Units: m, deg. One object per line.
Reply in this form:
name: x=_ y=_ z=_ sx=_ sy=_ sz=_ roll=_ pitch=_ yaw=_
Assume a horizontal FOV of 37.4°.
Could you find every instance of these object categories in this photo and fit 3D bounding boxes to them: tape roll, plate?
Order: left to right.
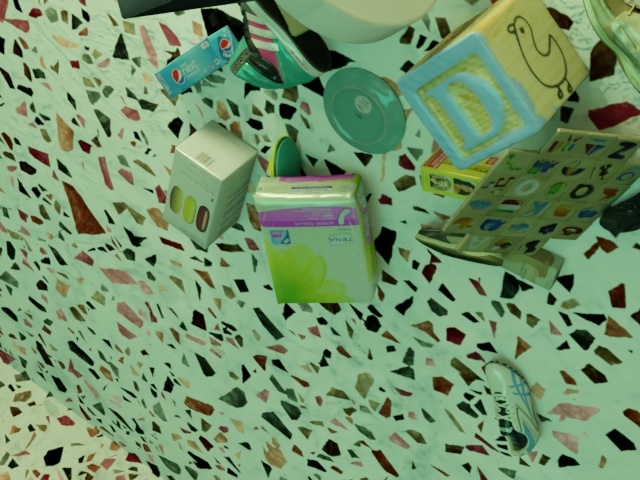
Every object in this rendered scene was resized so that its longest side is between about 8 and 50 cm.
tape roll: x=0.033 y=-0.484 z=1.402 sx=0.072 sy=0.392 sz=0.392 roll=-20 pitch=109 yaw=49
plate: x=0.079 y=-0.247 z=1.848 sx=0.188 sy=0.024 sz=0.188 roll=24 pitch=136 yaw=25

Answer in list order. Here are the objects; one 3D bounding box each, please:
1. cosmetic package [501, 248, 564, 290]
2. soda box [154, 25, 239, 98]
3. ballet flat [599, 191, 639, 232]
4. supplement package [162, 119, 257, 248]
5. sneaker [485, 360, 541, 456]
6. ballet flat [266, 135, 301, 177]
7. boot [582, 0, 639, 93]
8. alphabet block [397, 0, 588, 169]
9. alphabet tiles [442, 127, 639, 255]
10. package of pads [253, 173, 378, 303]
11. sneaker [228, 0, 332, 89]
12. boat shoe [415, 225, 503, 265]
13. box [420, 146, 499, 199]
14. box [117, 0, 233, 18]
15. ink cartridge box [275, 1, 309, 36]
cosmetic package: x=0.401 y=0.041 z=1.807 sx=0.115 sy=0.041 sz=0.060 roll=26 pitch=137 yaw=21
soda box: x=-0.258 y=-0.373 z=1.990 sx=0.210 sy=0.071 sz=0.067 roll=-18 pitch=110 yaw=47
ballet flat: x=0.544 y=-0.056 z=1.610 sx=0.057 sy=0.049 sz=0.173 roll=39 pitch=148 yaw=-10
supplement package: x=-0.254 y=-0.123 z=2.152 sx=0.139 sy=0.134 sz=0.244 roll=35 pitch=139 yaw=13
sneaker: x=0.412 y=0.365 z=2.043 sx=0.085 sy=0.086 sz=0.237 roll=-4 pitch=119 yaw=44
ballet flat: x=-0.079 y=-0.127 z=2.052 sx=0.077 sy=0.077 sz=0.231 roll=24 pitch=139 yaw=43
boot: x=0.497 y=-0.327 z=1.383 sx=0.165 sy=0.077 sz=0.213 roll=-21 pitch=113 yaw=48
alphabet block: x=0.279 y=-0.262 z=1.530 sx=0.193 sy=0.197 sz=0.192 roll=-24 pitch=107 yaw=49
alphabet tiles: x=0.379 y=-0.072 z=1.596 sx=0.342 sy=0.285 sz=0.011 roll=123 pitch=143 yaw=-50
package of pads: x=0.000 y=0.000 z=2.018 sx=0.229 sy=0.101 sz=0.296 roll=-1 pitch=127 yaw=13
sneaker: x=-0.128 y=-0.408 z=1.819 sx=0.178 sy=0.124 sz=0.295 roll=-28 pitch=104 yaw=39
boat shoe: x=0.279 y=-0.003 z=1.852 sx=0.080 sy=0.073 sz=0.223 roll=26 pitch=175 yaw=-36
box: x=0.304 y=-0.111 z=1.727 sx=0.232 sy=0.087 sz=0.058 roll=15 pitch=130 yaw=32
box: x=-0.183 y=-0.548 z=1.473 sx=0.179 sy=0.312 sz=0.343 roll=-5 pitch=102 yaw=44
ink cartridge box: x=-0.017 y=-0.504 z=1.659 sx=0.193 sy=0.088 sz=0.235 roll=-10 pitch=116 yaw=46
